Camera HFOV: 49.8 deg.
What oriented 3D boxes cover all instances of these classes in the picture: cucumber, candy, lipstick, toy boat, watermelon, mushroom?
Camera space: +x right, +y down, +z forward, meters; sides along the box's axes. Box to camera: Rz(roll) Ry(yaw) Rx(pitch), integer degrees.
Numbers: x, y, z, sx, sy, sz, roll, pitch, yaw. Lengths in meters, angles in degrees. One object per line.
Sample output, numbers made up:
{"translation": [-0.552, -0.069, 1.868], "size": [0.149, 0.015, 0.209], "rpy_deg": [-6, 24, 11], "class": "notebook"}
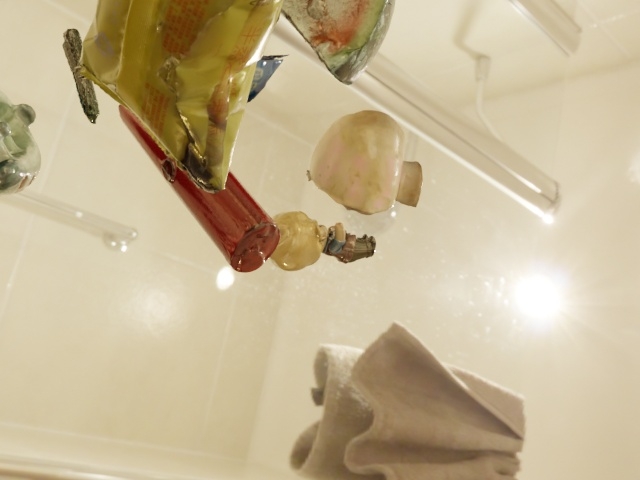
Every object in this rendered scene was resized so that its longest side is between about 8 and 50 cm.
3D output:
{"translation": [-0.569, -0.393, 1.639], "size": [0.043, 0.044, 0.256], "rpy_deg": [-24, -106, 16], "class": "cucumber"}
{"translation": [-0.105, -0.195, 0.888], "size": [0.136, 0.088, 0.038], "rpy_deg": [-37, -92, 30], "class": "candy"}
{"translation": [-0.145, -0.079, 0.802], "size": [0.073, 0.073, 0.279], "rpy_deg": [-52, -122, 17], "class": "lipstick"}
{"translation": [-0.361, -0.124, 0.777], "size": [0.079, 0.134, 0.208], "rpy_deg": [-33, -160, -9], "class": "toy boat"}
{"translation": [0.018, -0.405, 1.093], "size": [0.320, 0.214, 0.289], "rpy_deg": [-86, -165, -57], "class": "watermelon"}
{"translation": [0.110, -0.157, 1.405], "size": [0.162, 0.236, 0.173], "rpy_deg": [-97, -157, -60], "class": "mushroom"}

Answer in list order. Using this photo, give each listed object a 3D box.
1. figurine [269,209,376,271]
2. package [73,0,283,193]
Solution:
{"translation": [0.000, 0.000, 1.205], "size": [0.114, 0.196, 0.108], "rpy_deg": [-142, -127, -69], "class": "figurine"}
{"translation": [-0.098, -0.158, 0.494], "size": [0.168, 0.090, 0.226], "rpy_deg": [41, -47, 11], "class": "package"}
